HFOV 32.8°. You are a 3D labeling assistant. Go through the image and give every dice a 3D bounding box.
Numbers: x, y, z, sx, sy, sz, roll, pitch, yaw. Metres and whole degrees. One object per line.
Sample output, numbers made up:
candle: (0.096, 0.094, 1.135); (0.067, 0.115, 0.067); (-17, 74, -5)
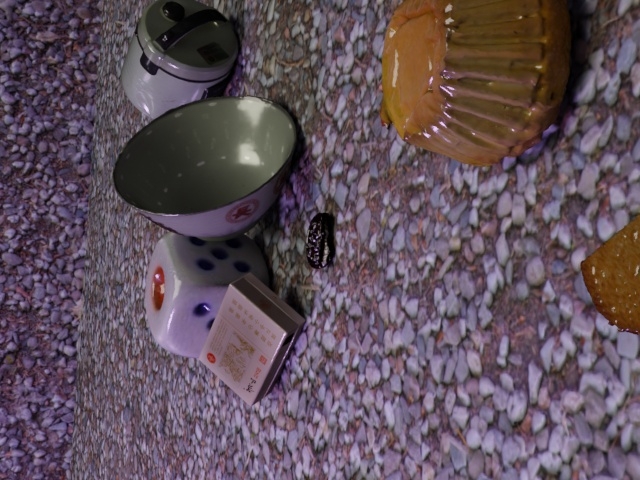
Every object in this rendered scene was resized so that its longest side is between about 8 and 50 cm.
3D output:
dice: (-0.213, 0.094, 2.018); (0.194, 0.192, 0.193); (63, 140, 47)

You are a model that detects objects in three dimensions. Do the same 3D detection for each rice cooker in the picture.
rice cooker: (-0.288, -0.376, 2.260); (0.244, 0.226, 0.226); (120, 145, -46)

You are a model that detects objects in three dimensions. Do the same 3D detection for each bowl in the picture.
bowl: (-0.190, -0.101, 1.951); (0.337, 0.337, 0.157); (-117, 9, -50)

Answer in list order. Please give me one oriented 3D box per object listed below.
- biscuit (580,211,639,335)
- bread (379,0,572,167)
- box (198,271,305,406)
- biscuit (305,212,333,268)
biscuit: (0.324, 0.025, 1.039); (0.206, 0.025, 0.126); (129, 139, -53)
bread: (0.176, -0.216, 1.272); (0.274, 0.149, 0.274); (179, 90, -69)
box: (-0.121, 0.172, 1.881); (0.141, 0.058, 0.201); (38, 129, 18)
biscuit: (0.000, 0.000, 1.762); (0.087, 0.027, 0.089); (-115, 38, -49)
